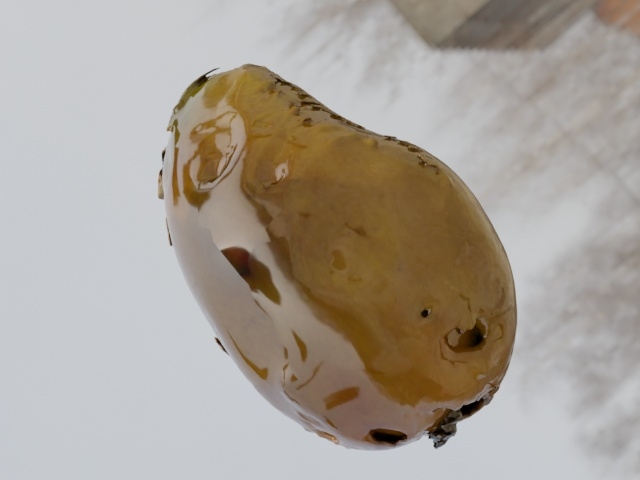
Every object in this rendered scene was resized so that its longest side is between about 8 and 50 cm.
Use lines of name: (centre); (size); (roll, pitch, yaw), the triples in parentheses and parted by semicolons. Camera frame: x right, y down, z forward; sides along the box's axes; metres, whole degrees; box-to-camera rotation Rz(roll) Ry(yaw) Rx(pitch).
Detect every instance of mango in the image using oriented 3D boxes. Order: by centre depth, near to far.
mango: (0.000, 0.000, 0.961); (0.151, 0.156, 0.249); (17, -152, -42)
